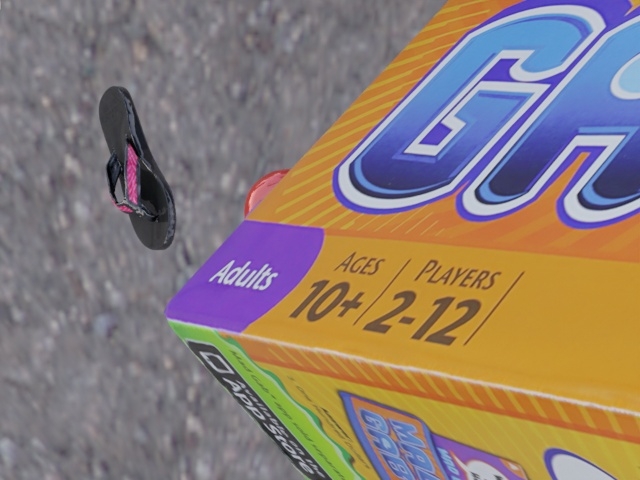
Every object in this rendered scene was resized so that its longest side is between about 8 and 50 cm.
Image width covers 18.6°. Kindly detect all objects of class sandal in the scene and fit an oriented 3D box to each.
[{"bbox_3d":[-0.189,-0.067,1.906,0.040,0.067,0.179,-5,65,-42],"label":"sandal"}]

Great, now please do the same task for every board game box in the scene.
[{"bbox_3d":[0.244,0.036,0.648,0.356,0.356,0.356,-47,113,-18],"label":"board game box"}]

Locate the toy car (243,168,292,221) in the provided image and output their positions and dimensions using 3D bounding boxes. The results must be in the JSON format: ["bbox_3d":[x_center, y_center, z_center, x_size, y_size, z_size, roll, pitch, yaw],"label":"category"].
[{"bbox_3d":[0.000,0.000,1.605,0.136,0.182,0.159,25,115,-15],"label":"toy car"}]
